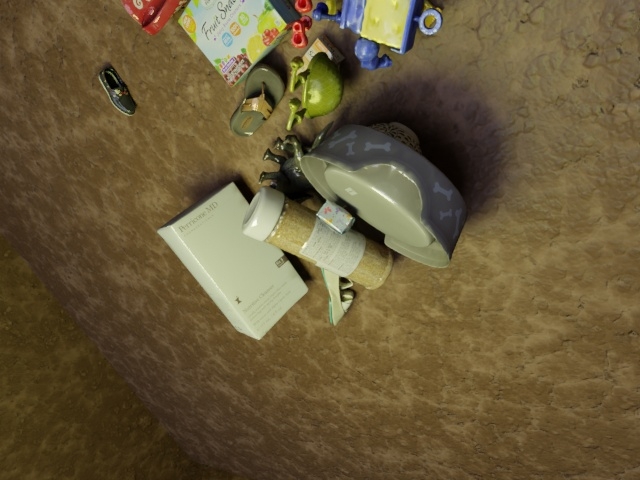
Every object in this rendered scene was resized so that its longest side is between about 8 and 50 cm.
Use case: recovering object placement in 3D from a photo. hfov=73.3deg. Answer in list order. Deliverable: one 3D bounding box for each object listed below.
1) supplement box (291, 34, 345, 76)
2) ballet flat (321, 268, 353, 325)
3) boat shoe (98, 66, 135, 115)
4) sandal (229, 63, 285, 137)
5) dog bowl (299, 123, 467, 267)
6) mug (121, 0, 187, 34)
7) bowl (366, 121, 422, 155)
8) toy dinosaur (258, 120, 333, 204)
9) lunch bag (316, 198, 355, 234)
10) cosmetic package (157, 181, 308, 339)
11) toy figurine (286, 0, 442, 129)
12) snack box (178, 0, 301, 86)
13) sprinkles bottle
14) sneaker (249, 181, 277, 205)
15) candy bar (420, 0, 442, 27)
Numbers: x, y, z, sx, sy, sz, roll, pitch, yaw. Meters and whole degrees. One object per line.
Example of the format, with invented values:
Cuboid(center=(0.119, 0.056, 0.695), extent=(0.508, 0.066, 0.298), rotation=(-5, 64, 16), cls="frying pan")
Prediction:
Cuboid(center=(-0.006, -0.357, 0.877), extent=(0.062, 0.036, 0.098), rotation=(46, 134, -8), cls="supplement box")
Cuboid(center=(0.054, 0.140, 1.205), extent=(0.086, 0.086, 0.248), rotation=(8, 127, 27), cls="ballet flat")
Cuboid(center=(-0.550, -0.404, 1.168), extent=(0.042, 0.049, 0.132), rotation=(-16, 110, 48), cls="boat shoe")
Cuboid(center=(-0.149, -0.299, 0.971), extent=(0.090, 0.060, 0.219), rotation=(20, 143, -27), cls="sandal")
Cuboid(center=(0.127, -0.088, 0.845), extent=(0.349, 0.102, 0.349), rotation=(36, 173, 5), cls="dog bowl")
Cuboid(center=(-0.313, -0.515, 0.891), extent=(0.170, 0.113, 0.150), rotation=(-15, 96, 34), cls="mug")
Cuboid(center=(0.146, -0.184, 0.869), extent=(0.170, 0.080, 0.170), rotation=(36, 172, 5), cls="bowl")
Cuboid(center=(-0.042, -0.172, 1.007), extent=(0.161, 0.120, 0.313), rotation=(23, 130, -26), cls="toy dinosaur")
Cuboid(center=(0.035, -0.049, 0.936), extent=(0.071, 0.083, 0.053), rotation=(37, 98, 6), cls="lunch bag")
Cuboid(center=(-0.237, 0.056, 1.199), extent=(0.156, 0.217, 0.384), rotation=(-2, 127, 57), cls="cosmetic package")
Cuboid(center=(0.083, -0.344, 0.709), extent=(0.218, 0.191, 0.362), rotation=(15, 125, 9), cls="toy figurine")
Cuboid(center=(-0.170, -0.452, 0.881), extent=(0.207, 0.070, 0.174), rotation=(-27, 108, 41), cls="snack box")
Cuboid(center=(0.000, 0.000, 1.006), extent=(0.356, 0.121, 0.121), rotation=(25, 138, -20), cls="sprinkles bottle")
Cuboid(center=(-0.146, -0.118, 1.146), extent=(0.119, 0.042, 0.066), rotation=(-5, 125, 25), cls="sneaker")
Cuboid(center=(0.140, -0.436, 0.738), extent=(0.161, 0.018, 0.040), rotation=(45, 136, -6), cls="candy bar")
